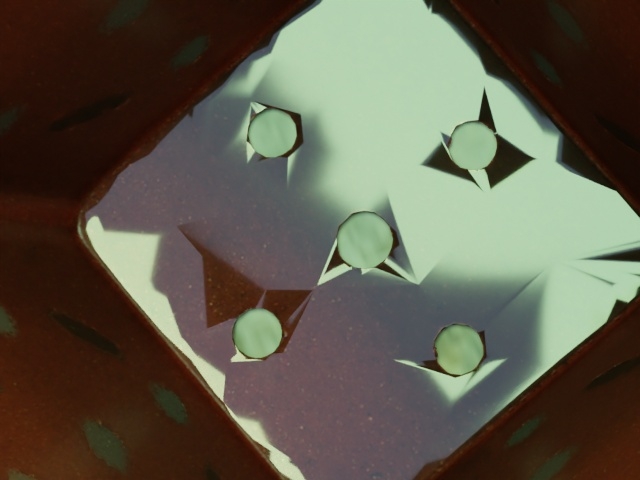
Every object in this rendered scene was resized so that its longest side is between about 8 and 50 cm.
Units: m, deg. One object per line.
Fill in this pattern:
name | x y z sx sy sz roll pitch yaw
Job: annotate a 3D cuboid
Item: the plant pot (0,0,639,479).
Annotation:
plant pot | 0.000 0.000 0.639 0.267 0.236 0.267 -41 84 5
